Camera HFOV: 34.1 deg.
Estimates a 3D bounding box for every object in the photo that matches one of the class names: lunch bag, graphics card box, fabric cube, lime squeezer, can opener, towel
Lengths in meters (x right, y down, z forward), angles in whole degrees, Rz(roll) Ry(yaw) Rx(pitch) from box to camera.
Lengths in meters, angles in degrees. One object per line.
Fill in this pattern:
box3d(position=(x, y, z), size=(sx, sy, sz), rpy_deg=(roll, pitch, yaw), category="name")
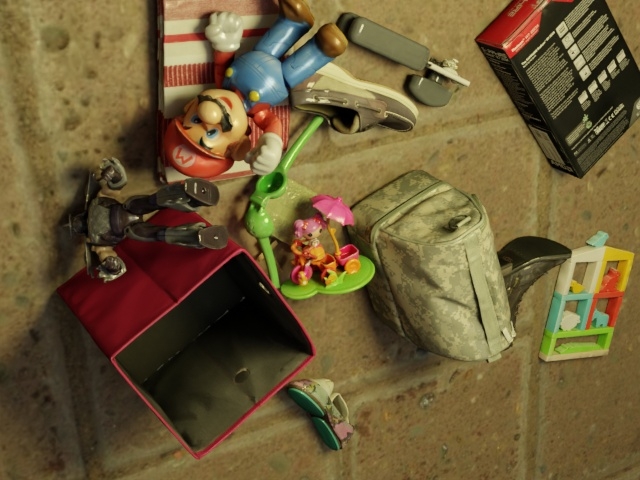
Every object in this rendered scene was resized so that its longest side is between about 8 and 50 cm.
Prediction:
box3d(position=(0.219, 0.056, 1.885), size=(0.213, 0.256, 0.305), rpy_deg=(-30, 123, -18), category="lunch bag")
box3d(position=(0.473, -0.323, 1.986), size=(0.233, 0.094, 0.371), rpy_deg=(-47, 126, -7), category="graphics card box")
box3d(position=(-0.211, 0.130, 1.647), size=(0.259, 0.258, 0.254), rpy_deg=(-40, 125, -11), category="fabric cube")
box3d(position=(-0.069, -0.064, 1.746), size=(0.110, 0.059, 0.310), rpy_deg=(7, 103, -34), category="lime squeezer")
box3d(position=(0.146, -0.308, 1.799), size=(0.280, 0.074, 0.093), rpy_deg=(22, 98, -36), category="can opener")
box3d(position=(-0.056, -0.050, 1.811), size=(0.148, 0.027, 0.110), rpy_deg=(25, 95, -36), category="towel")
box3d(position=(-0.150, -0.256, 1.662), size=(0.237, 0.037, 0.329), rpy_deg=(-11, 117, -31), category="towel")

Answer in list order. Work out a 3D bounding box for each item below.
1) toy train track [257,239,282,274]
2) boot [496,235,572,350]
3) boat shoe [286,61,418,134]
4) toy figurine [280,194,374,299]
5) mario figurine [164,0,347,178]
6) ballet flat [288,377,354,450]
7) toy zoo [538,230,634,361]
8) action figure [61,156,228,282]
box3d(position=(-0.089, 0.029, 1.833), size=(0.048, 0.014, 0.083), rpy_deg=(-45, 132, -17), category="toy train track")
box3d(position=(0.390, 0.121, 2.139), size=(0.263, 0.091, 0.229), rpy_deg=(-13, 122, -23), category="boot")
box3d(position=(0.050, -0.220, 1.735), size=(0.285, 0.103, 0.092), rpy_deg=(18, 74, -43), category="boat shoe")
box3d(position=(0.000, 0.000, 1.786), size=(0.173, 0.130, 0.159), rpy_deg=(-20, 121, -16), category="toy figurine")
box3d(position=(-0.109, -0.225, 1.554), size=(0.320, 0.198, 0.170), rpy_deg=(-48, 131, -4), category="mario figurine")
box3d(position=(0.006, 0.313, 1.984), size=(0.079, 0.077, 0.221), rpy_deg=(-53, 134, -25), category="ballet flat")
box3d(position=(0.588, 0.121, 2.285), size=(0.192, 0.030, 0.293), rpy_deg=(-1, 111, -32), category="toy zoo")
box3d(position=(-0.278, -0.034, 1.546), size=(0.099, 0.285, 0.185), rpy_deg=(-10, 95, -59), category="action figure")
